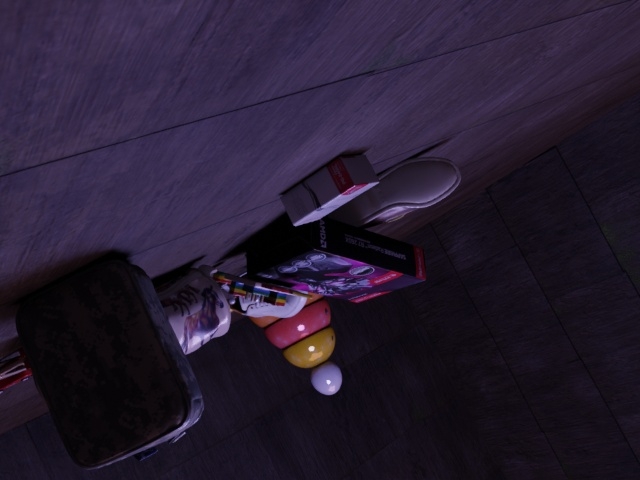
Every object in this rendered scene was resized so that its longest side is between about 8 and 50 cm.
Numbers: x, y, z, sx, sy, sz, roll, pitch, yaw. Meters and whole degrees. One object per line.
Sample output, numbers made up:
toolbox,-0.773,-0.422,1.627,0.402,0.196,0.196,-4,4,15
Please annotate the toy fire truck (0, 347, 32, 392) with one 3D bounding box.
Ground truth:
toy fire truck,-0.651,0.275,1.552,0.192,0.047,0.135,-27,173,-2

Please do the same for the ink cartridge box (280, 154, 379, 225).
ink cartridge box,0.016,-0.093,1.349,0.150,0.063,0.109,-31,174,28

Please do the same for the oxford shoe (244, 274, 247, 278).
oxford shoe,-0.170,0.111,2.249,0.076,0.076,0.212,-16,169,17

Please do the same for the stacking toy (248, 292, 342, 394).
stacking toy,-0.057,0.349,2.730,0.350,0.480,0.350,-27,174,-3

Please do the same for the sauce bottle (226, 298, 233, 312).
sauce bottle,-0.317,0.218,2.223,0.128,0.042,0.042,-25,173,-18

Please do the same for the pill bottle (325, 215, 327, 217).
pill bottle,0.000,0.000,1.839,0.193,0.108,0.108,-31,173,25

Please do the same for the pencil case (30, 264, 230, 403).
pencil case,-0.384,0.196,1.504,0.410,0.160,0.184,-27,136,-27

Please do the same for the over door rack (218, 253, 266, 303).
over door rack,-0.205,0.120,1.944,0.239,0.108,0.324,-30,173,13

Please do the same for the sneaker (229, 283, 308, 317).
sneaker,-0.158,0.174,2.123,0.123,0.106,0.290,10,158,-40

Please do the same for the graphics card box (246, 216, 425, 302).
graphics card box,0.040,0.050,1.700,0.371,0.094,0.232,18,151,-41

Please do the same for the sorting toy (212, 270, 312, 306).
sorting toy,-0.133,0.120,1.692,0.132,0.046,0.274,16,176,-39

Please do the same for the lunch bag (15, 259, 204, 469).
lunch bag,-0.322,0.204,1.206,0.212,0.305,0.256,-27,173,-1

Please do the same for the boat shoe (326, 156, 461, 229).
boat shoe,0.165,-0.103,1.702,0.324,0.117,0.097,-23,174,-7
